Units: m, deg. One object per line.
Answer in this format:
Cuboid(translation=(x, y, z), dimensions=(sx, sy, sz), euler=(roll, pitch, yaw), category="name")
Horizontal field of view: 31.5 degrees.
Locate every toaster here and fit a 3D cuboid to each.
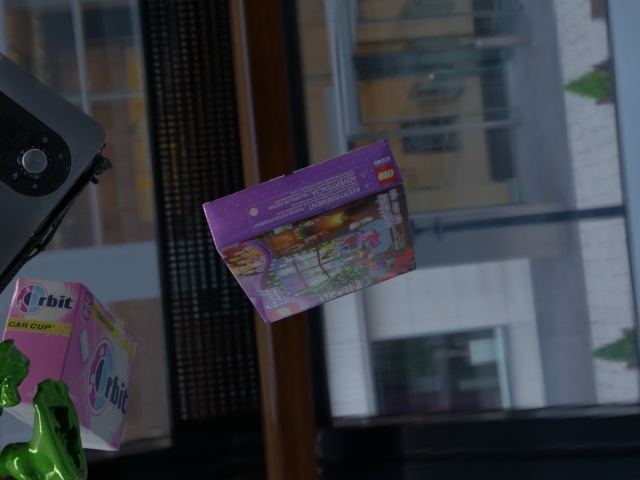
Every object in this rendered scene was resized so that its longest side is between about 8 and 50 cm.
Cuboid(translation=(-0.233, -0.030, 0.780), dimensions=(0.168, 0.110, 0.186), euler=(-52, 8, -10), category="toaster")

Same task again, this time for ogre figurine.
Cuboid(translation=(-0.177, 0.159, 0.673), dimensions=(0.197, 0.118, 0.097), euler=(56, -165, -38), category="ogre figurine")

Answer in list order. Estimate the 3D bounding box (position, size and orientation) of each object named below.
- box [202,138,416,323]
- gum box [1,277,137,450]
Cuboid(translation=(0.000, 0.000, 1.270), dimensions=(0.293, 0.201, 0.057), euler=(67, -177, -70), category="box")
Cuboid(translation=(-0.223, 0.117, 1.022), dimensions=(0.188, 0.062, 0.107), euler=(73, -156, -66), category="gum box")
